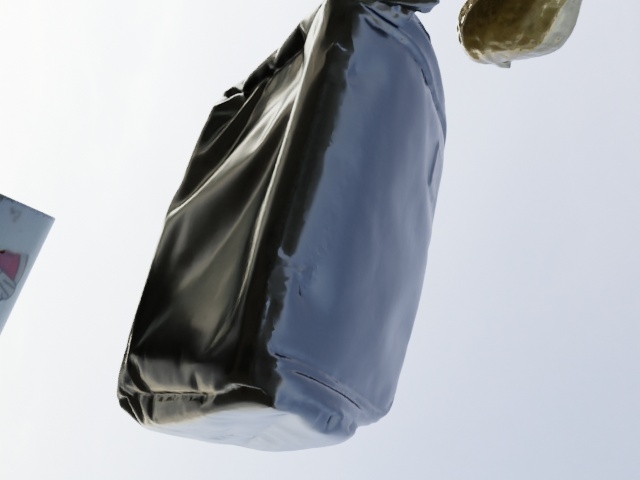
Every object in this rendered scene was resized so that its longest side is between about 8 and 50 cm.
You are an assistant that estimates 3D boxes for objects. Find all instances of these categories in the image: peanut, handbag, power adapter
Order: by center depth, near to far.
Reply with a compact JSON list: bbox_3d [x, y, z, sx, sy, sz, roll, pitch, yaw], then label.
[{"bbox_3d":[0.002,0.001,0.642,0.275,0.178,0.301,-17,-127,57],"label":"handbag"},{"bbox_3d":[-0.340,0.040,0.776,0.125,0.130,0.204,20,-96,33],"label":"power adapter"},{"bbox_3d":[0.256,-0.286,1.018,0.263,0.117,0.101,-45,-163,45],"label":"peanut"}]
